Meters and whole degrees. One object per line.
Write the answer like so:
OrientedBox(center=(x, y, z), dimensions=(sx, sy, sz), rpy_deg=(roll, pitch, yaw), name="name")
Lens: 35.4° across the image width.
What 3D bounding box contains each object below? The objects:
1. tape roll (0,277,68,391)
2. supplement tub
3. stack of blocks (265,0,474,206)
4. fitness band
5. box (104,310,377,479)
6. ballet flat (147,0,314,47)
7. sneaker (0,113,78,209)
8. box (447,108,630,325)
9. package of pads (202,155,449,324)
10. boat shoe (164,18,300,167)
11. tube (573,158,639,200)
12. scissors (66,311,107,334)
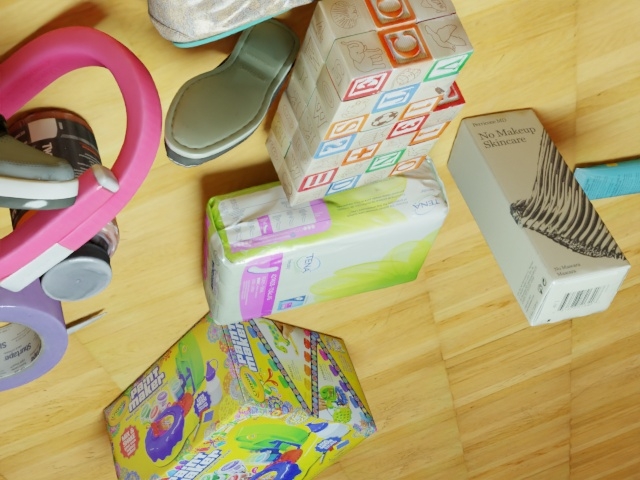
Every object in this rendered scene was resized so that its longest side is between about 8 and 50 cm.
OrientedBox(center=(-0.416, 0.108, 1.248), dimensions=(0.189, 0.080, 0.189), rpy_deg=(-15, 145, -11), name="tape roll")
OrientedBox(center=(-0.268, -0.035, 1.036), dimensions=(0.106, 0.198, 0.106), rpy_deg=(-15, 144, -11), name="supplement tub")
OrientedBox(center=(0.057, -0.152, 1.056), dimensions=(0.171, 0.087, 0.297), rpy_deg=(-18, 164, -18), name="stack of blocks")
OrientedBox(center=(-0.282, -0.078, 0.958), dimensions=(0.291, 0.209, 0.054), rpy_deg=(-36, 152, 11), name="fitness band")
OrientedBox(center=(-0.126, 0.275, 1.541), dimensions=(0.279, 0.177, 0.290), rpy_deg=(20, 127, -42), name="box")
OrientedBox(center=(-0.017, -0.274, 0.943), dimensions=(0.316, 0.108, 0.106), rpy_deg=(-21, 134, -3), name="ballet flat")
OrientedBox(center=(-0.331, -0.142, 0.852), dimensions=(0.295, 0.124, 0.178), rpy_deg=(17, 101, 4), name="sneaker")
OrientedBox(center=(0.265, -0.035, 1.253), dimensions=(0.113, 0.275, 0.094), rpy_deg=(-11, 143, -17), name="box")
OrientedBox(center=(0.000, 0.000, 1.278), dimensions=(0.296, 0.101, 0.229), rpy_deg=(-13, 157, -14), name="package of pads")
OrientedBox(center=(-0.090, -0.138, 1.006), dimensions=(0.081, 0.228, 0.069), rpy_deg=(33, 138, 1), name="boat shoe")
OrientedBox(center=(0.467, -0.094, 1.486), dimensions=(0.207, 0.052, 0.080), rpy_deg=(-9, 138, -9), name="tube")
OrientedBox(center=(-0.430, 0.162, 1.360), dimensions=(0.297, 0.021, 0.109), rpy_deg=(-33, 142, 18), name="scissors")
